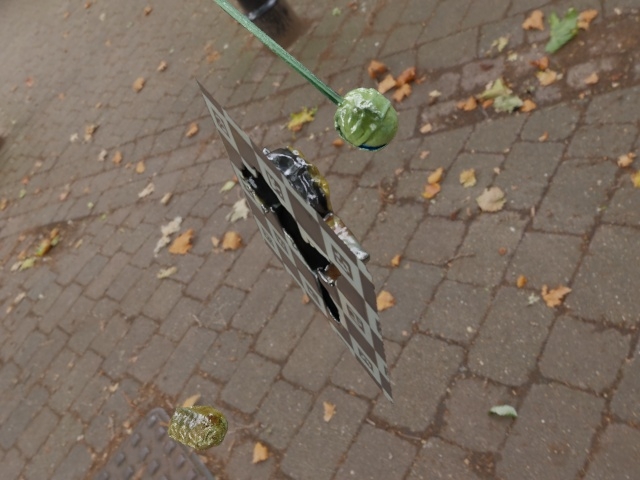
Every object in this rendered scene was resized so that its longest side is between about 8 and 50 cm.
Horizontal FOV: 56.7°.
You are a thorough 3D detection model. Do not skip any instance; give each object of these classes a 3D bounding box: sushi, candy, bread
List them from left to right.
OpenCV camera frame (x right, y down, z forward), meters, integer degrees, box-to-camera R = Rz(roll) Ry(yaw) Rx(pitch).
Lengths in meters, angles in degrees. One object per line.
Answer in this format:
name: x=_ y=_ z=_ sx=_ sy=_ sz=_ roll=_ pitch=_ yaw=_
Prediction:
bread: x=-0.184 y=0.285 z=0.909 sx=0.066 sy=0.060 sz=0.110 roll=-27 pitch=10 yaw=-38
candy: x=-0.025 y=-0.248 z=0.862 sx=0.092 sy=0.335 sz=0.093 roll=-46 pitch=16 yaw=27
sushi: x=0.000 y=0.000 z=0.741 sx=0.064 sy=0.359 sz=0.343 roll=-33 pitch=57 yaw=-12
